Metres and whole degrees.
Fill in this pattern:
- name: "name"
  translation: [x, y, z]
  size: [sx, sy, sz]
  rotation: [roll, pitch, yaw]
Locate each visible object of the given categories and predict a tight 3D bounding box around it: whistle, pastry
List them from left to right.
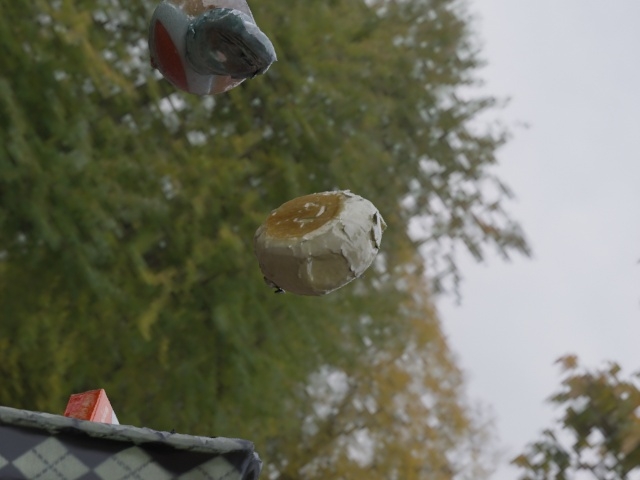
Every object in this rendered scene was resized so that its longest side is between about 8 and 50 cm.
- name: "whistle"
  translation: [-0.165, -0.301, 2.179]
  size: [0.189, 0.189, 0.348]
  rotation: [66, -13, -20]
- name: "pastry"
  translation: [0.000, 0.000, 1.719]
  size: [0.166, 0.166, 0.088]
  rotation: [23, -37, 53]

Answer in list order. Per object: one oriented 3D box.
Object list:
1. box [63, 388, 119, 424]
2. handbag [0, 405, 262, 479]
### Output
- name: "box"
  translation: [-0.224, 0.337, 1.471]
  size: [0.273, 0.048, 0.265]
  rotation: [-81, 155, -61]
- name: "handbag"
  translation: [-0.169, 0.314, 0.903]
  size: [0.180, 0.317, 0.416]
  rotation: [-32, -121, 51]
